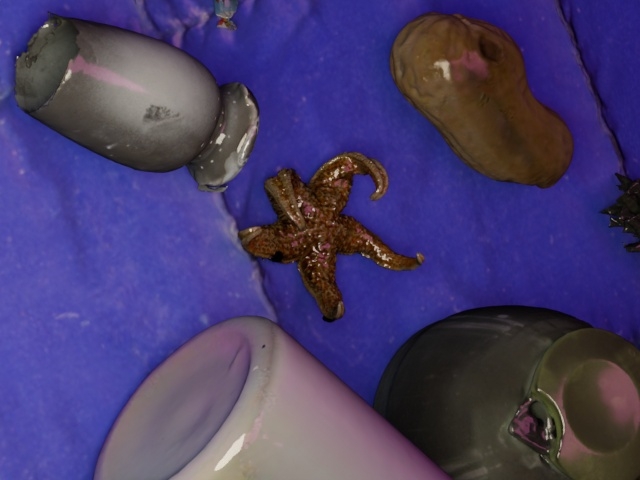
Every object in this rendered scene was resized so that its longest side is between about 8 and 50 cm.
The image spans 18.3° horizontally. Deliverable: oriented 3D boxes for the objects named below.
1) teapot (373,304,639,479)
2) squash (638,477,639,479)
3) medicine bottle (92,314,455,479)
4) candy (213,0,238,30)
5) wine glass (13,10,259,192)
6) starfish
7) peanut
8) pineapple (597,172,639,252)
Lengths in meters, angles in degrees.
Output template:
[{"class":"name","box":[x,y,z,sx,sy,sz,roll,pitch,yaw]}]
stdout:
[{"class":"teapot","box":[0.236,0.179,1.833,0.321,0.239,0.239,17,71,-25]},{"class":"squash","box":[0.320,0.203,2.018,0.082,0.082,0.292,47,59,-22]},{"class":"medicine bottle","box":[0.012,0.256,1.677,0.388,0.219,0.219,42,58,-25]},{"class":"candy","box":[-0.092,-0.233,1.815,0.030,0.020,0.083,-6,87,-39]},{"class":"wine glass","box":[-0.154,-0.118,1.685,0.204,0.111,0.111,22,68,-36]},{"class":"starfish","box":[0.000,0.000,1.807,0.190,0.074,0.146,-16,90,-39]},{"class":"peanut","box":[0.167,-0.136,1.945,0.236,0.110,0.120,39,46,-28]},{"class":"pineapple","box":[0.401,0.022,2.100,0.251,0.125,0.125,40,59,-20]}]
